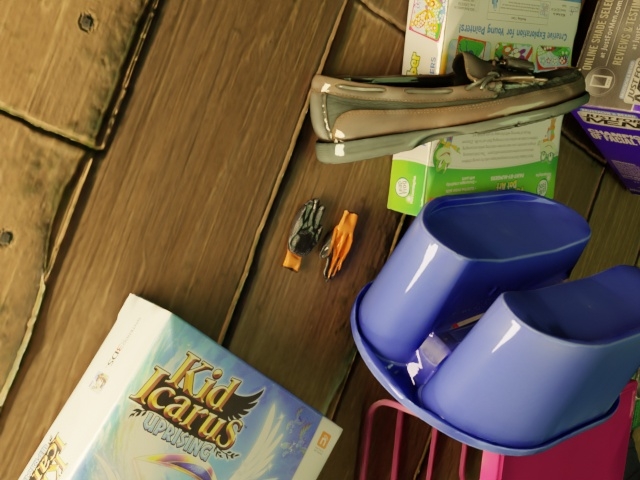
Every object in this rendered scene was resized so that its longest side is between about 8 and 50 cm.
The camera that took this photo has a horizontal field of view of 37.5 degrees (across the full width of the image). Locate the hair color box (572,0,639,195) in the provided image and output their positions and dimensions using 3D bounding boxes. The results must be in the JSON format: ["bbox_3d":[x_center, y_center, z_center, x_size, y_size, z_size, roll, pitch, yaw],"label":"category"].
[{"bbox_3d":[0.429,-0.184,1.189,0.339,0.110,0.185,28,80,-54],"label":"hair color box"}]

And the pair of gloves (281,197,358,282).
[{"bbox_3d":[0.000,0.000,0.904,0.083,0.010,0.074,19,90,-45],"label":"pair of gloves"}]

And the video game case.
[{"bbox_3d":[-0.123,0.214,0.809,0.269,0.061,0.244,43,71,-45],"label":"video game case"}]

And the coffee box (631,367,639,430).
[{"bbox_3d":[0.532,0.227,1.515,0.184,0.040,0.113,-9,109,-44],"label":"coffee box"}]

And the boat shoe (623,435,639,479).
[{"bbox_3d":[0.325,0.381,1.314,0.341,0.127,0.158,-12,77,-29],"label":"boat shoe"}]

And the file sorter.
[{"bbox_3d":[0.198,0.256,1.069,0.291,0.182,0.202,-8,107,-46],"label":"file sorter"}]

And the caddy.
[{"bbox_3d":[0.189,0.086,0.951,0.341,0.241,0.179,-7,135,-45],"label":"caddy"}]

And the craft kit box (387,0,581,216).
[{"bbox_3d":[0.182,-0.157,1.013,0.250,0.061,0.246,-8,106,-45],"label":"craft kit box"}]

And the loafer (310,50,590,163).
[{"bbox_3d":[0.120,-0.136,0.866,0.268,0.096,0.084,-14,102,-10],"label":"loafer"}]
